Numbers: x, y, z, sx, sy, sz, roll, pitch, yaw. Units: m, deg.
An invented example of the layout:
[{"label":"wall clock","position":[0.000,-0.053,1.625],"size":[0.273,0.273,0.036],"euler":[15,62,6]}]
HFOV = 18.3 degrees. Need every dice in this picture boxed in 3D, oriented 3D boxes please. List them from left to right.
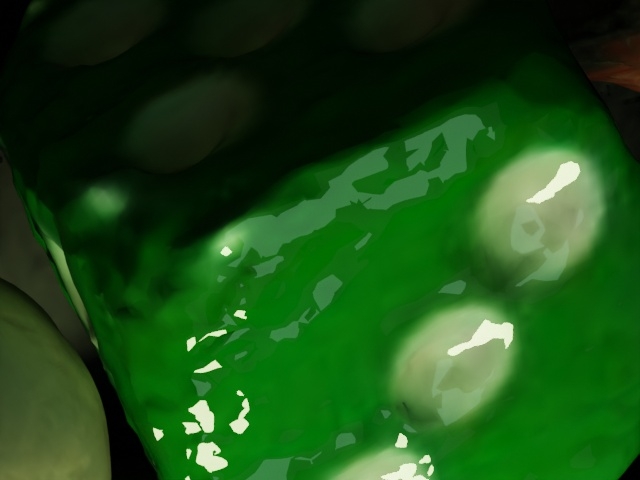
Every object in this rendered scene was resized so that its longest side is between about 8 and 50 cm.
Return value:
[{"label":"dice","position":[0.000,0.000,0.461],"size":[0.120,0.131,0.128],"euler":[-28,128,-9]}]

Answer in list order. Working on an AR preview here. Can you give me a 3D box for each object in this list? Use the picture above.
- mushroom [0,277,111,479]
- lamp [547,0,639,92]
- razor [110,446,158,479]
[{"label":"mushroom","position":[-0.123,0.056,0.433],"size":[0.154,0.122,0.154],"euler":[6,74,-23]},{"label":"lamp","position":[0.156,-0.049,0.535],"size":[0.253,0.118,0.118],"euler":[20,106,-39]},{"label":"razor","position":[-0.049,0.097,0.536],"size":[0.148,0.054,0.090],"euler":[-18,120,-20]}]
